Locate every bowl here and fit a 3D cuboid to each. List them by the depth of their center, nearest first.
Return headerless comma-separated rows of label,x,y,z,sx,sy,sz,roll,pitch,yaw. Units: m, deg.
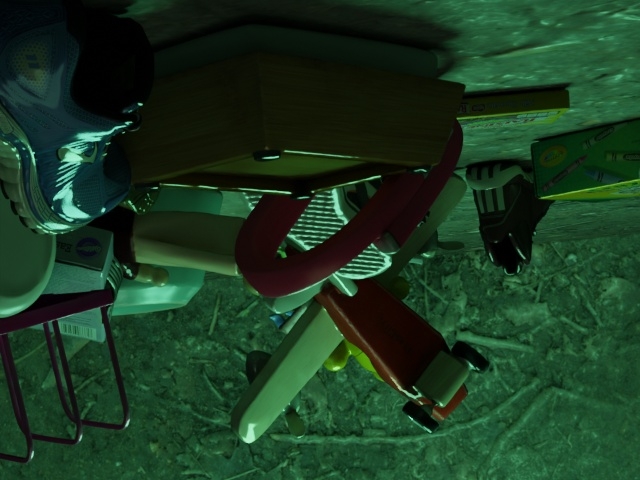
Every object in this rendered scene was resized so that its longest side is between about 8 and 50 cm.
bowl,-0.292,0.024,2.367,0.312,0.163,0.311,-7,174,-1

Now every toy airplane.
toy airplane,0.041,0.095,2.340,0.386,0.384,0.272,-6,-166,-25

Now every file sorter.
file sorter,-0.409,0.184,1.966,0.291,0.182,0.202,-16,-174,-34

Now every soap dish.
soap dish,-0.038,-0.112,1.483,0.229,0.118,0.291,-11,171,41

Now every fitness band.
fitness band,0.031,-0.051,1.636,0.209,0.054,0.291,-6,-142,46

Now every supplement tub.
supplement tub,-0.470,0.011,1.899,0.272,0.191,0.191,-9,173,34

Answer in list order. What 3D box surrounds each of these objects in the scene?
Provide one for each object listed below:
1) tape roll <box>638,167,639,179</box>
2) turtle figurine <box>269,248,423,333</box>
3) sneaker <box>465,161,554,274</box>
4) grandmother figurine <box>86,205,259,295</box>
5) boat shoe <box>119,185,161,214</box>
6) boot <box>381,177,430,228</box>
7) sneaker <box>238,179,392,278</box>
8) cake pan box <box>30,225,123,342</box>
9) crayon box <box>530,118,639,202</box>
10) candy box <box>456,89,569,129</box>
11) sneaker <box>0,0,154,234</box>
tape roll,0.572,-0.107,1.894,0.392,0.072,0.392,-14,162,-5
turtle figurine,0.000,0.000,2.571,0.275,0.198,0.266,-37,156,-14
sneaker,0.297,-0.026,2.446,0.106,0.162,0.281,-9,173,27
grandmother figurine,-0.250,-0.007,2.162,0.342,0.207,0.104,5,-144,7
boat shoe,-0.247,-0.075,1.979,0.060,0.064,0.178,24,-179,16
boot,0.090,-0.062,2.195,0.121,0.099,0.045,-7,173,12
sneaker,-0.013,-0.075,1.942,0.126,0.127,0.321,-14,147,20
cake pan box,-0.402,0.041,2.147,0.267,0.070,0.245,12,154,0
crayon box,0.444,-0.113,2.138,0.278,0.081,0.165,-10,172,39
candy box,0.175,-0.144,1.829,0.206,0.027,0.105,-5,178,-3
sneaker,-0.195,-0.099,1.282,0.147,0.129,0.330,-13,162,3
